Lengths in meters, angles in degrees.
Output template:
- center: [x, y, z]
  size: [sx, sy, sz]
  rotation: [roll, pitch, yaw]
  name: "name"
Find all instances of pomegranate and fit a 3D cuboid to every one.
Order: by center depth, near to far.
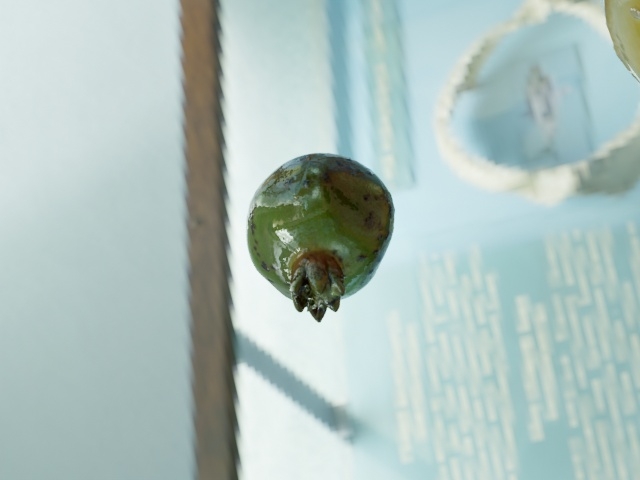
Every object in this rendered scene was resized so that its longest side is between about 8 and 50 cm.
- center: [0.000, 0.000, 1.967]
  size: [0.205, 0.159, 0.159]
  rotation: [-88, -26, -52]
  name: "pomegranate"

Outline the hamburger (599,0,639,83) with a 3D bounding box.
- center: [0.281, -0.173, 1.009]
  size: [0.300, 0.300, 0.176]
  rotation: [38, -153, -57]
  name: "hamburger"
